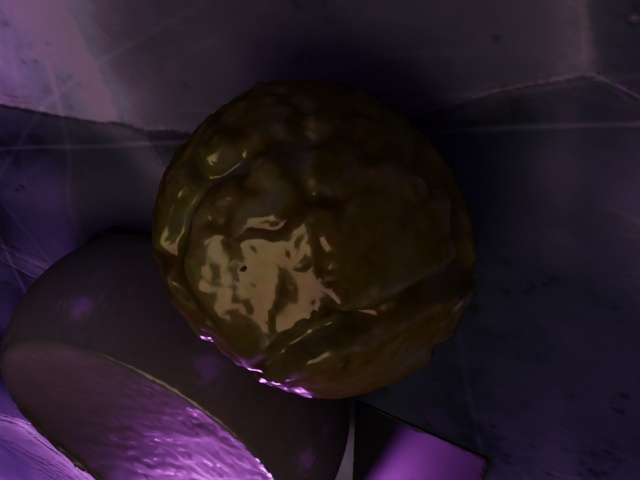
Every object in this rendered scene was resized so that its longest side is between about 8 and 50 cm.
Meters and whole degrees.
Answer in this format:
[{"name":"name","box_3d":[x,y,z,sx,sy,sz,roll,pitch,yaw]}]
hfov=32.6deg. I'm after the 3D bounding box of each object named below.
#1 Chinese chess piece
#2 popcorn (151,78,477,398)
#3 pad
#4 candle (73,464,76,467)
[{"name":"Chinese chess piece","box_3d":[-0.139,0.147,1.068,0.349,0.146,0.349,22,146,16]},{"name":"popcorn","box_3d":[0.000,0.000,0.727,0.204,0.183,0.221,-31,113,21]},{"name":"pad","box_3d":[0.097,0.244,1.128,0.143,0.003,0.211,22,146,16]},{"name":"candle","box_3d":[-0.155,0.348,1.315,0.330,0.187,0.187,39,147,-7]}]
